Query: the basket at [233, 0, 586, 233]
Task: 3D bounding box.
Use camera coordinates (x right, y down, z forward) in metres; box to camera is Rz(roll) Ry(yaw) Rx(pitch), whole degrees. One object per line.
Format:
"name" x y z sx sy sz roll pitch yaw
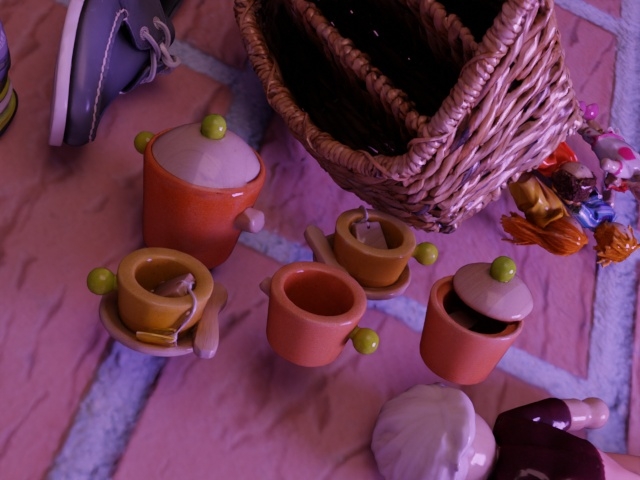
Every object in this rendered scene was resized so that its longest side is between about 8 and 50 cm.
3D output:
"basket" 0.044 -0.177 0.879 0.213 0.223 0.299 -37 57 0

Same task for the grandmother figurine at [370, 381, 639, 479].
"grandmother figurine" 0.202 0.199 0.815 0.342 0.104 0.208 20 22 -8

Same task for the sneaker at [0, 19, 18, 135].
"sneaker" -0.372 -0.185 0.798 0.300 0.121 0.111 19 49 -12

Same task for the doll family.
"doll family" 0.242 -0.050 1.025 0.263 0.118 0.163 0 47 -48

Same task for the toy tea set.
"toy tea set" 0.000 0.000 0.797 0.336 0.124 0.200 9 35 -12

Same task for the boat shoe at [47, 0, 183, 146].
"boat shoe" -0.164 -0.196 0.916 0.099 0.116 0.319 16 45 -10
